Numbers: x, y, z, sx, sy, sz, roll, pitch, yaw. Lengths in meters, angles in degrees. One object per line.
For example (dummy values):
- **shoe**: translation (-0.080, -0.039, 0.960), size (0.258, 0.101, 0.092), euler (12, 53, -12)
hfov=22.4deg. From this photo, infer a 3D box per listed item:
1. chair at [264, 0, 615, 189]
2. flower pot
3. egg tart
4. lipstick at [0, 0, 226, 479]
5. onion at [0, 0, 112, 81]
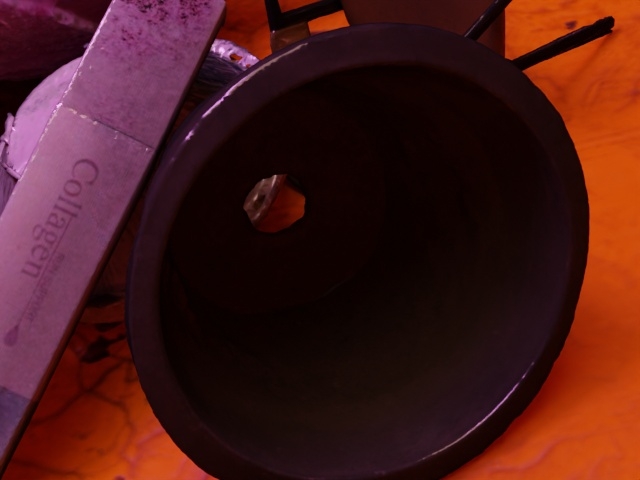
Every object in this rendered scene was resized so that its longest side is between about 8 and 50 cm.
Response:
- **chair**: translation (0.070, -0.158, 1.093), size (0.158, 0.172, 0.247), euler (29, 52, 34)
- **flower pot**: translation (0.000, 0.000, 0.915), size (0.269, 0.269, 0.166), euler (-27, 23, -13)
- **egg tart**: translation (-0.132, -0.056, 1.060), size (0.234, 0.094, 0.234), euler (-13, 48, 15)
- **lipstick**: translation (-0.151, -0.008, 0.946), size (0.066, 0.068, 0.317), euler (26, 82, -2)
- **onion**: translation (-0.188, -0.196, 1.183), size (0.348, 0.159, 0.267), euler (5, 27, 6)
